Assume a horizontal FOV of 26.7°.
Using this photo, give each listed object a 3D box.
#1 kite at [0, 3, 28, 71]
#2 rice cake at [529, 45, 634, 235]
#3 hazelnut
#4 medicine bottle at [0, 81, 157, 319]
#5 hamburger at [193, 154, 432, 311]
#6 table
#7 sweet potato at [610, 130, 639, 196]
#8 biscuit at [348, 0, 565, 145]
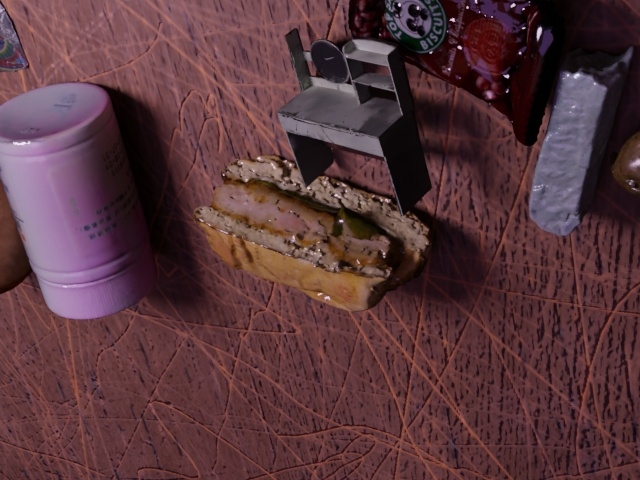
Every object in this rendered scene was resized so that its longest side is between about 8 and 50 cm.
[{"bbox_3d":[-0.491,-0.250,1.681,0.285,0.015,0.152,-11,117,36],"label":"kite"},{"bbox_3d":[0.249,-0.097,1.316,0.063,0.069,0.206,20,133,17],"label":"rice cake"},{"bbox_3d":[-0.443,-0.029,1.723,0.214,0.176,0.214,39,134,56],"label":"hazelnut"},{"bbox_3d":[-0.295,-0.046,1.626,0.152,0.152,0.254,8,127,26],"label":"medicine bottle"},{"bbox_3d":[0.000,0.000,1.518,0.262,0.124,0.131,21,151,22],"label":"hamburger"},{"bbox_3d":[0.029,-0.125,1.402,0.146,0.062,0.175,18,139,41],"label":"table"},{"bbox_3d":[0.382,-0.109,1.226,0.273,0.075,0.075,-30,105,40],"label":"sweet potato"},{"bbox_3d":[0.130,-0.205,1.305,0.235,0.063,0.151,30,134,19],"label":"biscuit"}]
